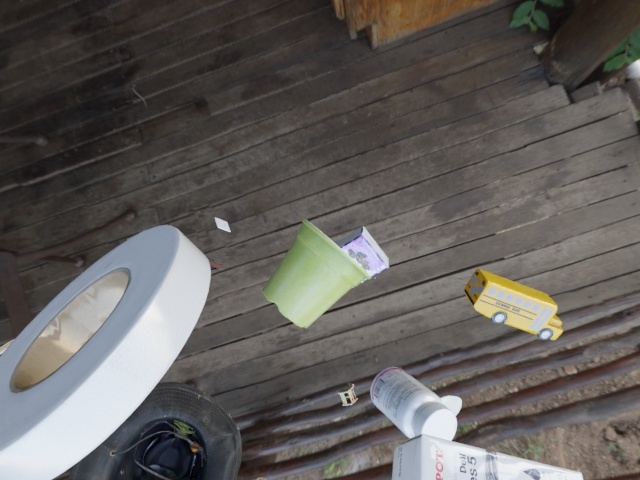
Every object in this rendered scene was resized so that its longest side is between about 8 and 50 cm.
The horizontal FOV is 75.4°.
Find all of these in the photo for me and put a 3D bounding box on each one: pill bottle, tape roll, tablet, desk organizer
[{"bbox_3d":[0.299,0.545,1.356,0.160,0.283,0.161,-4,100,-23],"label":"pill bottle"},{"bbox_3d":[-0.330,0.136,0.596,0.391,0.392,0.072,-36,119,3],"label":"tape roll"},{"bbox_3d":[-0.367,-0.060,1.553,0.054,0.083,0.006,23,107,-31],"label":"tablet"},{"bbox_3d":[-0.452,0.100,1.673,0.047,0.130,0.050,27,84,17],"label":"desk organizer"}]

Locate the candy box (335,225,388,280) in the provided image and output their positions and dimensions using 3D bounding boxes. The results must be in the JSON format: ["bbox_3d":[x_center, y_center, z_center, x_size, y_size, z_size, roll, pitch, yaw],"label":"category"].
[{"bbox_3d":[0.122,0.070,1.502,0.196,0.070,0.165,-33,109,23],"label":"candy box"}]

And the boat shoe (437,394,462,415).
[{"bbox_3d":[0.441,0.680,1.693,0.319,0.099,0.117,-1,100,-28],"label":"boat shoe"}]

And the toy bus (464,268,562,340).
[{"bbox_3d":[0.646,0.215,1.368,0.332,0.108,0.130,19,112,-9],"label":"toy bus"}]

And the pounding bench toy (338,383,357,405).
[{"bbox_3d":[0.127,0.662,1.772,0.052,0.083,0.065,-24,85,37],"label":"pounding bench toy"}]

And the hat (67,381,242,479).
[{"bbox_3d":[-0.324,0.466,0.823,0.330,0.134,0.332,11,56,-17],"label":"hat"}]

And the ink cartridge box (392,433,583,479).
[{"bbox_3d":[0.251,0.432,0.620,0.272,0.115,0.199,15,53,-4],"label":"ink cartridge box"}]

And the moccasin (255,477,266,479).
[{"bbox_3d":[-0.193,0.782,1.190,0.139,0.380,0.147,17,73,51],"label":"moccasin"}]

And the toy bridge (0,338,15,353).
[{"bbox_3d":[-0.656,0.247,0.930,0.026,0.188,0.063,15,100,36],"label":"toy bridge"}]

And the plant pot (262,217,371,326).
[{"bbox_3d":[-0.030,0.117,1.266,0.276,0.276,0.254,40,89,9],"label":"plant pot"}]

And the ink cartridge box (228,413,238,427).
[{"bbox_3d":[-0.436,0.805,1.739,0.143,0.092,0.089,-45,52,-12],"label":"ink cartridge box"}]
